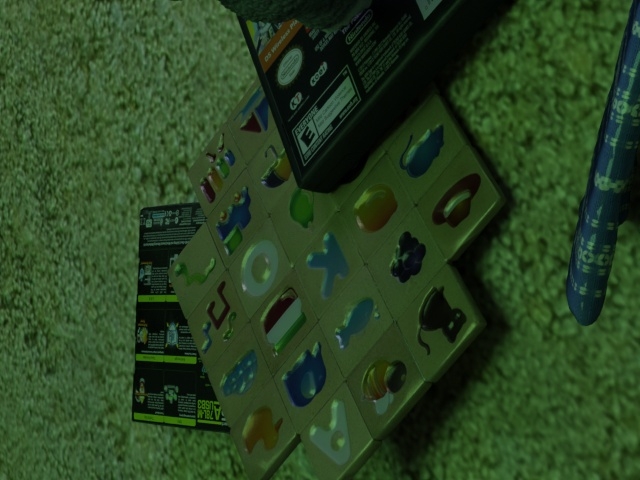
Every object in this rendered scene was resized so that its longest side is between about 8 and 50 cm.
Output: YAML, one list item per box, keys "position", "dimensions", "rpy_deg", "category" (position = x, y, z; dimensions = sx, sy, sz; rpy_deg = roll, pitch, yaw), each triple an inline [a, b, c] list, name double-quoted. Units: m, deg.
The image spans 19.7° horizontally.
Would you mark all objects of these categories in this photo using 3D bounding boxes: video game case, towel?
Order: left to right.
- position: [0.036, -0.212, 1.283]
  dimensions: [0.275, 0.035, 0.248]
  rpy_deg: [-48, 48, 35]
  category: "video game case"
- position: [0.184, -0.142, 0.938]
  dimensions: [0.243, 0.040, 0.336]
  rpy_deg: [-49, -27, -73]
  category: "towel"

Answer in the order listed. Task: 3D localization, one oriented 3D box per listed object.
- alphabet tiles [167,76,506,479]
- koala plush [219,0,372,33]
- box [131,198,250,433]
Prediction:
- position: [0.000, 0.000, 1.306]
  dimensions: [0.285, 0.011, 0.342]
  rpy_deg: [-51, 41, 24]
  category: "alphabet tiles"
- position: [-0.001, -0.219, 1.156]
  dimensions: [0.221, 0.196, 0.203]
  rpy_deg: [-45, 59, 32]
  category: "koala plush"
- position: [-0.090, 0.061, 1.477]
  dimensions: [0.191, 0.045, 0.184]
  rpy_deg: [-4, 85, 57]
  category: "box"
